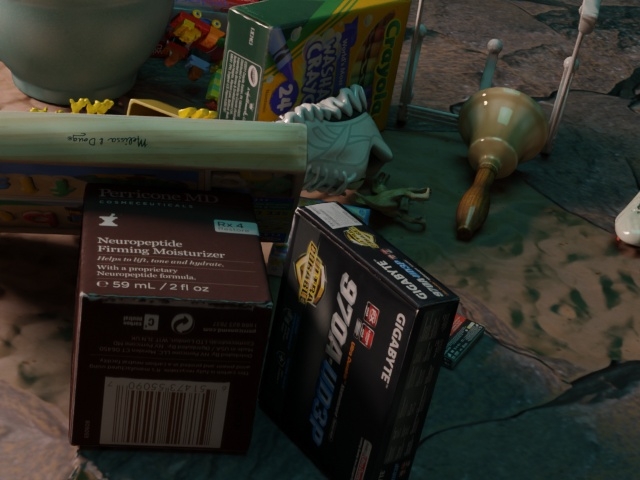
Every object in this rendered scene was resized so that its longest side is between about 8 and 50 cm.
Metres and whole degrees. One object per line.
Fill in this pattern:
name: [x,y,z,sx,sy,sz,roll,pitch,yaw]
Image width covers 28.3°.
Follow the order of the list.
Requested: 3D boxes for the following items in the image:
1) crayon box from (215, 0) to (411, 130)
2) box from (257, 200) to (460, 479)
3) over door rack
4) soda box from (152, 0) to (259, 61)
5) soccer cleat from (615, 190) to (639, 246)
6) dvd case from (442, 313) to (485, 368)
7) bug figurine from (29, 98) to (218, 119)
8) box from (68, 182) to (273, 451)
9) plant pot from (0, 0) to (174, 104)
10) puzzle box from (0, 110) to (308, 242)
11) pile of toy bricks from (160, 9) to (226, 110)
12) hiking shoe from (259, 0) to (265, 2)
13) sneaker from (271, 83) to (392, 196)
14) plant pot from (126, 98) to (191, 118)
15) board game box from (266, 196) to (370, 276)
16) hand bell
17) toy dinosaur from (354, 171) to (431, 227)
crayon box: [0.008,-0.231,1.710,0.083,0.203,0.323,32,36,32]
box: [0.026,0.100,1.129,0.051,0.220,0.175,-11,37,-36]
over door rack: [0.236,-0.258,1.720,0.239,0.324,0.108,12,60,5]
soda box: [-0.224,-0.332,1.935,0.263,0.083,0.092,4,31,-11]
soccer cleat: [0.438,-0.049,1.655,0.068,0.076,0.196,25,33,24]
dvd case: [0.108,0.093,1.375,0.119,0.013,0.087,23,32,20]
bug figurine: [-0.251,-0.095,1.409,0.279,0.072,0.216,-7,-10,44]
box: [-0.145,0.069,1.183,0.168,0.167,0.203,3,30,-11]
plant pot: [-0.338,-0.307,1.738,0.293,0.196,0.293,3,33,-2]
puzzle box: [-0.225,-0.060,1.301,0.408,0.052,0.272,2,-14,-4]
pile of toy bricks: [-0.130,-0.226,1.774,0.212,0.118,0.105,24,62,-26]
hiking shoe: [-0.078,-0.435,2.125,0.086,0.114,0.227,22,32,21]
sneaker: [-0.006,-0.104,1.551,0.118,0.110,0.292,57,39,2]
plant pot: [-0.194,-0.134,1.612,0.081,0.082,0.083,22,20,20]
board game box: [0.000,0.000,1.488,0.103,0.026,0.154,12,30,2]
hand bell: [0.215,-0.083,1.647,0.126,0.126,0.242,15,42,9]
toy dinosaur: [0.088,-0.045,1.570,0.092,0.053,0.183,7,12,7]
